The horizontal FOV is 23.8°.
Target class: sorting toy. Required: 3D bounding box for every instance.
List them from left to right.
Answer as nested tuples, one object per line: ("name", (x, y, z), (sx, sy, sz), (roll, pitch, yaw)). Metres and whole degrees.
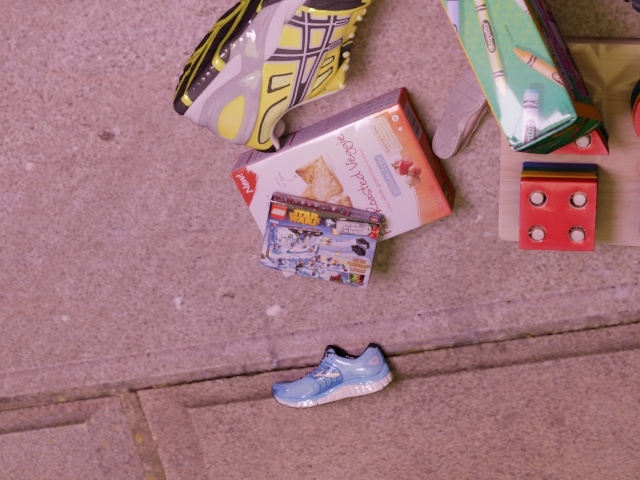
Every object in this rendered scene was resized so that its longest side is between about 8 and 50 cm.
("sorting toy", (0.339, -0.102, 1.778), (0.257, 0.089, 0.255), (2, 115, 9))

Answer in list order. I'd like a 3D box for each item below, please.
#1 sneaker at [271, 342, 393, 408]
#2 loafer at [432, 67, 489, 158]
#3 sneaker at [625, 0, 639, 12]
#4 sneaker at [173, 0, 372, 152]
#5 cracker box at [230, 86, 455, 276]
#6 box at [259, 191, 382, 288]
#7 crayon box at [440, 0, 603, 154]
("sneaker", (0.012, 0.172, 1.988), (0.162, 0.063, 0.073), (-15, 94, 11))
("loafer", (0.175, -0.155, 1.815), (0.045, 0.039, 0.125), (40, 116, 27))
("sneaker", (0.431, -0.290, 1.693), (0.228, 0.086, 0.132), (36, 91, 6))
("sneaker", (-0.007, -0.258, 1.753), (0.147, 0.145, 0.384), (34, 124, -21))
("cracker box", (0.028, -0.069, 1.858), (0.232, 0.067, 0.156), (-22, 110, 19))
("box", (0.000, 0.000, 1.842), (0.137, 0.027, 0.094), (12, 119, 2))
("crayon box", (0.201, -0.234, 1.643), (0.081, 0.165, 0.278), (-26, 83, 19))
